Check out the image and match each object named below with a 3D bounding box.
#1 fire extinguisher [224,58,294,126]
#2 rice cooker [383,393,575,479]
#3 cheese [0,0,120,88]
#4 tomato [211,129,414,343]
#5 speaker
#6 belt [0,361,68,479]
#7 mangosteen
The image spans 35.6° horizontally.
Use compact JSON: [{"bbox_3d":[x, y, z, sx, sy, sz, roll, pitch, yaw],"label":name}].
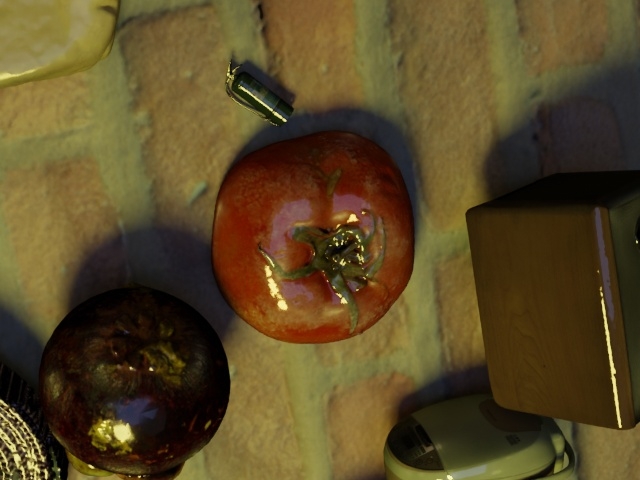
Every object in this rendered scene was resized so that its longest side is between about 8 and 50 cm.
[{"bbox_3d":[-0.069,-0.151,1.040,0.083,0.025,0.038,37,114,-15],"label":"fire extinguisher"},{"bbox_3d":[0.171,0.247,1.101,0.207,0.145,0.127,-2,113,-14],"label":"rice cooker"},{"bbox_3d":[-0.318,-0.221,0.943,0.263,0.093,0.159,-13,105,-10],"label":"cheese"},{"bbox_3d":[0.000,0.000,1.045,0.237,0.095,0.236,-2,101,-12],"label":"tomato"},{"bbox_3d":[0.273,0.053,1.045,0.153,0.193,0.230,-21,105,-40],"label":"speaker"},{"bbox_3d":[-0.423,0.245,0.995,0.325,0.122,0.260,-26,111,-3],"label":"belt"},{"bbox_3d":[-0.192,0.157,1.006,0.192,0.192,0.217,13,136,-13],"label":"mangosteen"}]
